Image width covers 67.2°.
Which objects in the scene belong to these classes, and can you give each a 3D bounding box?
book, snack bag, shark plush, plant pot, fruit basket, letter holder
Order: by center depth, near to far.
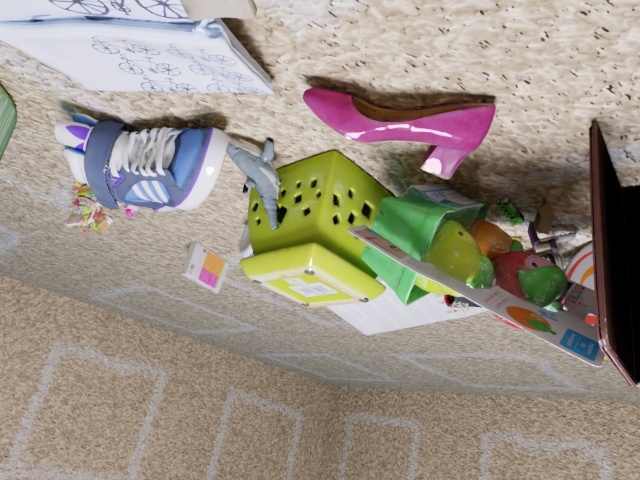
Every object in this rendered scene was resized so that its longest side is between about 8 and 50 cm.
[{"bbox_3d":[-0.252,-0.243,0.544,0.323,0.037,0.342,7,176,14],"label":"snack bag"},{"bbox_3d":[0.430,0.007,0.583,0.152,0.302,0.214,-10,148,40],"label":"letter holder"},{"bbox_3d":[0.261,0.033,0.728,0.353,0.165,0.327,23,-160,31],"label":"fruit basket"},{"bbox_3d":[-0.109,-0.095,0.818,0.067,0.161,0.073,-18,-173,-35],"label":"shark plush"},{"bbox_3d":[0.000,0.000,0.891,0.228,0.207,0.227,-13,146,42],"label":"plant pot"},{"bbox_3d":[-0.322,0.079,1.353,0.035,0.096,0.144,-1,153,28],"label":"book"}]

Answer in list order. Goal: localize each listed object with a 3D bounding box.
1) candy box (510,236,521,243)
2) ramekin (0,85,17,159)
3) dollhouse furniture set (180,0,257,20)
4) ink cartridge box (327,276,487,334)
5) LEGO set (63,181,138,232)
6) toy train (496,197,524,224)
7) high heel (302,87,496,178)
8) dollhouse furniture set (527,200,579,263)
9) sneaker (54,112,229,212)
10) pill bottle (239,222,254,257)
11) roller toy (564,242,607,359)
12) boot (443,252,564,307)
[{"bbox_3d":[0.360,0.044,1.040,0.105,0.027,0.206,2,155,13],"label":"candy box"},{"bbox_3d":[-0.674,-0.216,0.795,0.303,0.148,0.303,10,156,5],"label":"ramekin"},{"bbox_3d":[-0.030,-0.275,0.382,0.184,0.129,0.129,6,156,16],"label":"dollhouse furniture set"},{"bbox_3d":[0.221,0.119,1.195,0.385,0.091,0.308,-17,145,22],"label":"ink cartridge box"},{"bbox_3d":[-0.542,-0.056,1.142,0.132,0.107,0.287,27,152,-30],"label":"LEGO set"},{"bbox_3d":[0.336,-0.052,0.852,0.024,0.017,0.083,-21,142,35],"label":"toy train"},{"bbox_3d":[0.102,-0.176,0.641,0.244,0.082,0.117,26,127,-2],"label":"high heel"},{"bbox_3d":[0.421,-0.012,0.838,0.081,0.091,0.114,-9,149,10],"label":"dollhouse furniture set"},{"bbox_3d":[-0.321,-0.142,0.814,0.236,0.130,0.323,22,160,-31],"label":"sneaker"},{"bbox_3d":[-0.084,0.020,1.103,0.184,0.103,0.103,24,153,-27],"label":"pill bottle"},{"bbox_3d":[0.554,0.099,0.873,0.146,0.191,0.209,19,116,-14],"label":"roller toy"},{"bbox_3d":[0.366,0.091,0.985,0.179,0.085,0.236,-1,159,-3],"label":"boot"}]
